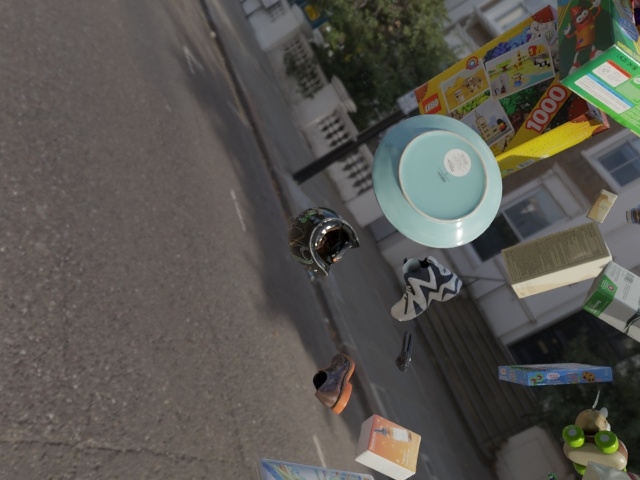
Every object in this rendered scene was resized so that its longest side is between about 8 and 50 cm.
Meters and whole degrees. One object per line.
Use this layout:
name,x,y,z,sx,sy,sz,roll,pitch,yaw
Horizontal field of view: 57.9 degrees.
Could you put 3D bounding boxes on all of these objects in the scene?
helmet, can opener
helmet,0.000,0.000,1.413,0.169,0.169,0.161,55,-15,-21
can opener,0.351,0.452,2.362,0.059,0.073,0.186,42,44,-20

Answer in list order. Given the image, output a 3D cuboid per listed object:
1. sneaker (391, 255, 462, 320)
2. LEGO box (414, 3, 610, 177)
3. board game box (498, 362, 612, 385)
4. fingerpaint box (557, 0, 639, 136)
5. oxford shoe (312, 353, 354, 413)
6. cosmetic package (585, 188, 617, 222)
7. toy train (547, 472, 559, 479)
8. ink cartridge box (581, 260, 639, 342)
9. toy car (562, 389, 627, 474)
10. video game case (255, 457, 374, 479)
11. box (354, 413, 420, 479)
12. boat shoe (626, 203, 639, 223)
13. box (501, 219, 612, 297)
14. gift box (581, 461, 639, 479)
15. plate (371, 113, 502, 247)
sneaker,0.255,0.120,1.601,0.153,0.235,0.094,49,45,-9
LEGO box,0.592,-0.427,1.850,0.193,0.500,0.372,7,64,-45
board game box,0.574,0.329,1.430,0.160,0.212,0.039,132,-43,-79
fingerpaint box,0.832,-0.485,1.506,0.445,0.163,0.371,25,59,-22
oxford shoe,0.035,0.394,1.697,0.098,0.097,0.271,30,13,-5
cosmetic package,1.038,-0.125,2.139,0.060,0.115,0.041,28,6,18
toy train,0.481,0.505,1.156,0.083,0.017,0.024,59,19,14
ink cartridge box,0.838,0.172,1.560,0.208,0.086,0.153,34,47,17
toy car,0.728,0.496,1.511,0.188,0.149,0.155,-54,128,-37
video game case,0.029,0.634,1.288,0.329,0.036,0.300,20,23,-27
box,0.209,0.645,1.803,0.171,0.091,0.130,27,46,-8
boat shoe,1.056,-0.082,1.875,0.183,0.066,0.066,-14,97,-43
box,0.772,0.065,1.893,0.121,0.311,0.148,43,35,-49
gift box,0.608,0.579,1.073,0.258,0.255,0.276,-59,159,-79
plate,0.161,-0.084,0.776,0.188,0.188,0.024,60,-15,4
